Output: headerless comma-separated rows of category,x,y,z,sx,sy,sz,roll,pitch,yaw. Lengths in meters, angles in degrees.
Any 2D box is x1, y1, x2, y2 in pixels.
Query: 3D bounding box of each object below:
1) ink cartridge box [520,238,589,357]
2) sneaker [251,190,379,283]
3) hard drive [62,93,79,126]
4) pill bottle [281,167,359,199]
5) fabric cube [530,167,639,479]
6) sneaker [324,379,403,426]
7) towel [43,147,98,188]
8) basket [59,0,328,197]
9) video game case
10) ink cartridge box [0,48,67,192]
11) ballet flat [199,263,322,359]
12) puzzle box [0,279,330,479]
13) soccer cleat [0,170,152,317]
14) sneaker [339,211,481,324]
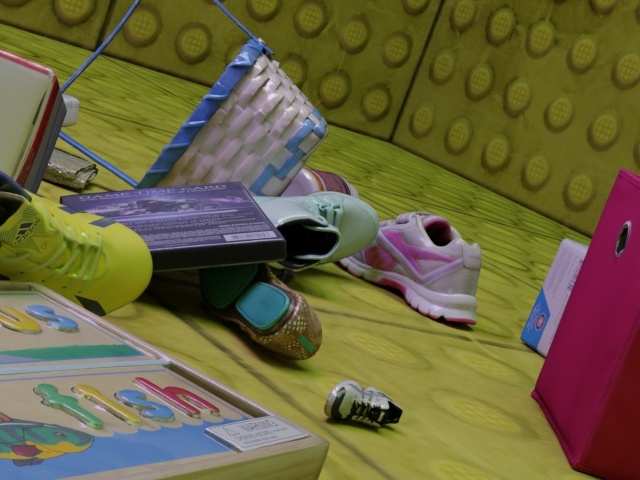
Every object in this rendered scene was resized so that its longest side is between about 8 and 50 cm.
ink cartridge box,0.339,0.097,1.700,0.082,0.139,0.190,18,10,-29
sneaker,0.000,0.000,1.652,0.256,0.094,0.151,0,14,-40
hard drive,-0.456,-0.172,1.717,0.233,0.047,0.353,12,8,7
pill bottle,-0.006,-0.057,2.022,0.086,0.086,0.152,25,10,28
fabric cube,0.377,0.104,1.366,0.259,0.258,0.254,20,10,-4
sneaker,0.037,0.133,1.146,0.037,0.032,0.083,26,11,34
towel,-0.341,-0.098,1.703,0.148,0.027,0.110,21,9,-1
basket,-0.156,-0.153,1.741,0.289,0.255,0.201,41,7,-10
video game case,-0.153,-0.015,1.397,0.196,0.026,0.274,-5,13,-10
ink cartridge box,-0.350,-0.113,1.255,0.226,0.131,0.306,20,-5,-7
ballet flat,-0.055,0.062,1.317,0.067,0.073,0.206,47,-2,-28
puzzle box,-0.204,0.092,0.784,0.272,0.052,0.409,24,10,27
soccer cleat,-0.220,0.000,1.019,0.121,0.093,0.289,-13,-22,41
sneaker,0.118,0.013,1.795,0.103,0.111,0.252,12,12,-46
